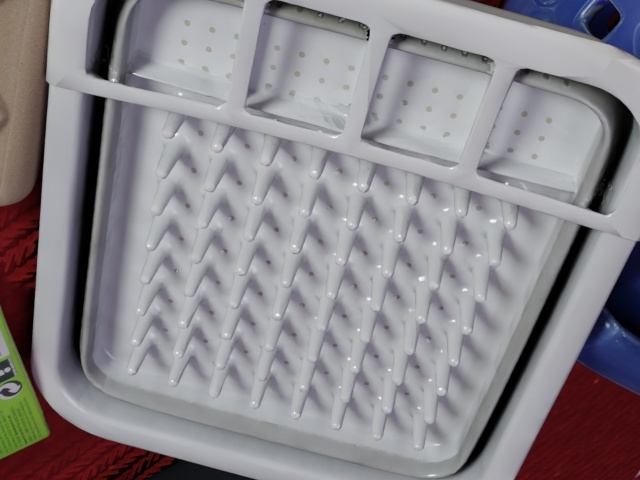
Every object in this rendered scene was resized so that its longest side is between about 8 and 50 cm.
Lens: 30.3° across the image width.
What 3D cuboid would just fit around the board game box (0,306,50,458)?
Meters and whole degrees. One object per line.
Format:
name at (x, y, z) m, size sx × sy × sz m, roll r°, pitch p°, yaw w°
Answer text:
board game box at (-0.282, 0.117, 0.626) m, size 0.259 × 0.039 × 0.124 m, roll -26°, pitch 140°, yaw -19°

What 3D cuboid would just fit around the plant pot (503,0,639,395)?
plant pot at (0.209, -0.041, 0.717) m, size 0.212 × 0.236 × 0.236 m, roll -43°, pitch 144°, yaw 16°

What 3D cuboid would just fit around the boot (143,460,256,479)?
boot at (-0.041, 0.152, 0.807) m, size 0.207 × 0.094 × 0.246 m, roll -24°, pitch 146°, yaw -24°

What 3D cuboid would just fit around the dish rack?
dish rack at (0.000, 0.000, 0.616) m, size 0.285 × 0.072 × 0.333 m, roll 14°, pitch 129°, yaw -1°

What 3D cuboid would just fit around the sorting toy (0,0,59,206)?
sorting toy at (-0.201, -0.089, 0.488) m, size 0.208 × 0.038 × 0.193 m, roll -11°, pitch 135°, yaw -38°
